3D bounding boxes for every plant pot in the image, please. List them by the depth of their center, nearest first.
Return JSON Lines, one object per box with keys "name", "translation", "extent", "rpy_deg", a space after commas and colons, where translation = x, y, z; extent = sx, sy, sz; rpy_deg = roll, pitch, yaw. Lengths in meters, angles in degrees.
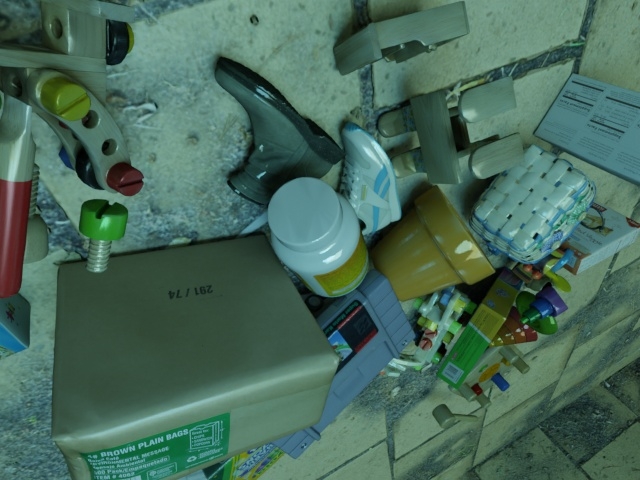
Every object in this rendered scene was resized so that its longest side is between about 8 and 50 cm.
{"name": "plant pot", "translation": [0.213, 0.024, 0.850], "extent": [0.188, 0.205, 0.205], "rpy_deg": [-35, 137, 18]}

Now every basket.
{"name": "basket", "translation": [0.456, -0.069, 0.922], "extent": [0.255, 0.201, 0.289], "rpy_deg": [-55, 160, 15]}

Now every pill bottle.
{"name": "pill bottle", "translation": [0.000, 0.000, 0.669], "extent": [0.136, 0.136, 0.246], "rpy_deg": [-36, 157, -3]}

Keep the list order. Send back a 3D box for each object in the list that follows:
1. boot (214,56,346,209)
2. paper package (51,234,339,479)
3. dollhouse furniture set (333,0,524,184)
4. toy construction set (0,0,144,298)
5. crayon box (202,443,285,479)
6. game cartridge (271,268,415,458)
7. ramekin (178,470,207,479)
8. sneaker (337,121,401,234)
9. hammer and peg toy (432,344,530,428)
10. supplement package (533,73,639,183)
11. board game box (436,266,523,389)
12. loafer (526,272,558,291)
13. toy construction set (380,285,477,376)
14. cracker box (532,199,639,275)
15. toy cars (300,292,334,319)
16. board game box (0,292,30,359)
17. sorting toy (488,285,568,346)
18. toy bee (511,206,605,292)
{"name": "boot", "translation": [-0.086, -0.130, 0.613], "extent": [0.161, 0.083, 0.246], "rpy_deg": [-45, 133, 14]}
{"name": "paper package", "translation": [-0.184, 0.152, 0.604], "extent": [0.324, 0.309, 0.168], "rpy_deg": [-9, 126, -25]}
{"name": "dollhouse furniture set", "translation": [0.142, -0.194, 0.619], "extent": [0.161, 0.212, 0.242], "rpy_deg": [-23, 106, -18]}
{"name": "toy construction set", "translation": [-0.259, -0.134, 0.363], "extent": [0.257, 0.309, 0.237], "rpy_deg": [1, 118, -42]}
{"name": "crayon box", "translation": [-0.131, 0.445, 0.950], "extent": [0.203, 0.083, 0.323], "rpy_deg": [-39, 151, -13]}
{"name": "game cartridge", "translation": [0.025, 0.241, 0.799], "extent": [0.355, 0.068, 0.230], "rpy_deg": [-42, 137, -11]}
{"name": "ramekin", "translation": [-0.309, 0.532, 0.901], "extent": [0.109, 0.207, 0.207], "rpy_deg": [9, 119, -47]}
{"name": "sneaker", "translation": [0.075, -0.098, 0.731], "extent": [0.092, 0.087, 0.229], "rpy_deg": [-30, 132, -6]}
{"name": "hammer and peg toy", "translation": [0.537, 0.485, 1.441], "extent": [0.361, 0.127, 0.266], "rpy_deg": [-47, 136, 8]}
{"name": "supplement package", "translation": [0.637, -0.211, 0.868], "extent": [0.204, 0.262, 0.145], "rpy_deg": [8, 119, -36]}
{"name": "board game box", "translation": [0.438, 0.223, 1.126], "extent": [0.316, 0.064, 0.242], "rpy_deg": [-23, 140, -54]}
{"name": "loafer", "translation": [0.726, 0.142, 1.346], "extent": [0.148, 0.050, 0.056], "rpy_deg": [-8, 127, -27]}
{"name": "toy construction set", "translation": [0.270, 0.236, 1.064], "extent": [0.328, 0.151, 0.215], "rpy_deg": [-54, 158, 25]}
{"name": "cracker box", "translation": [0.726, -0.016, 1.151], "extent": [0.232, 0.156, 0.067], "rpy_deg": [-23, 133, -16]}
{"name": "toy cars", "translation": [-0.136, 0.234, 0.857], "extent": [0.394, 0.087, 0.176], "rpy_deg": [-49, 151, 5]}
{"name": "board game box", "translation": [-0.557, 0.097, 0.480], "extent": [0.303, 0.097, 0.224], "rpy_deg": [-24, 133, -15]}
{"name": "sorting toy", "translation": [0.519, 0.223, 1.102], "extent": [0.126, 0.127, 0.365], "rpy_deg": [-31, 156, -4]}
{"name": "toy bee", "translation": [0.545, 0.040, 1.053], "extent": [0.162, 0.195, 0.298], "rpy_deg": [-39, 140, -18]}
